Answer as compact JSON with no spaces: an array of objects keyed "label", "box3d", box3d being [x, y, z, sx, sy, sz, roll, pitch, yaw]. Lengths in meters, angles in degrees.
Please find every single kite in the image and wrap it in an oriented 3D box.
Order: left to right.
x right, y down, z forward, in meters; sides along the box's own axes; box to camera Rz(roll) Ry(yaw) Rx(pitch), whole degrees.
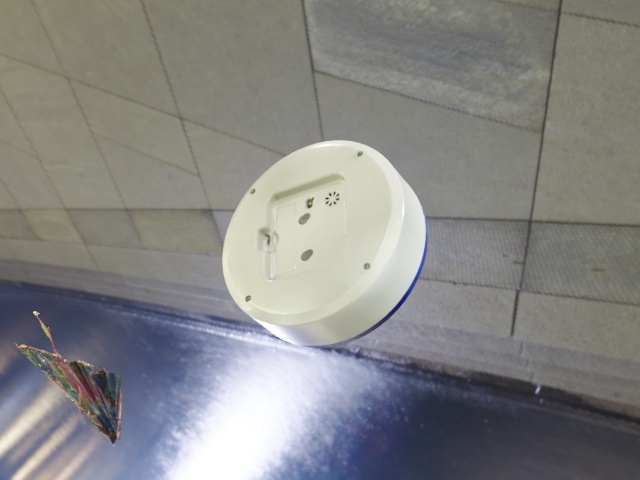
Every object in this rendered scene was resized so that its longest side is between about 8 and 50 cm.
[{"label":"kite","box3d":[-0.271,0.153,0.717,0.241,0.014,0.183,8,126,42]}]

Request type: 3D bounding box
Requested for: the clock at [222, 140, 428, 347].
[{"label":"clock","box3d":[0.000,0.000,0.743,0.230,0.230,0.083,12,160,39]}]
